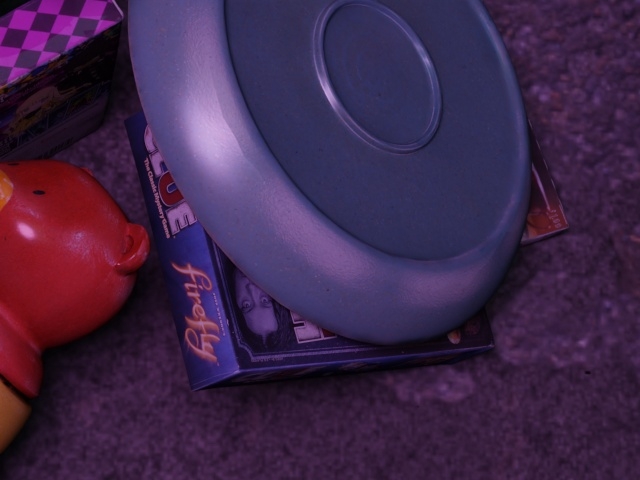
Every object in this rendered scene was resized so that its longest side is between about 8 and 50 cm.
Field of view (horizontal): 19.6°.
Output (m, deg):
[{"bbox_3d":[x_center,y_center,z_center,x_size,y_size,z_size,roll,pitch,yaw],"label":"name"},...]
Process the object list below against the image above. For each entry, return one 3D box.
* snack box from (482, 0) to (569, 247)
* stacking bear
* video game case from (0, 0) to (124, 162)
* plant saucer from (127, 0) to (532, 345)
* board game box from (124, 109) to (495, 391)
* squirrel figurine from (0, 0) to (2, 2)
[{"bbox_3d":[0.106,-0.080,1.247,0.064,0.022,0.178,-17,79,-15],"label":"snack box"},{"bbox_3d":[-0.230,0.064,1.056,0.289,0.175,0.164,-40,125,-5],"label":"stacking bear"},{"bbox_3d":[-0.228,-0.055,1.086,0.232,0.210,0.042,-31,84,-15],"label":"video game case"},{"bbox_3d":[0.025,-0.094,1.118,0.317,0.043,0.318,22,56,-36],"label":"plant saucer"},{"bbox_3d":[0.000,0.000,1.126,0.243,0.042,0.165,-2,73,-50],"label":"board game box"},{"bbox_3d":[-0.372,-0.141,1.010,0.370,0.397,0.281,-43,103,-14],"label":"squirrel figurine"}]
